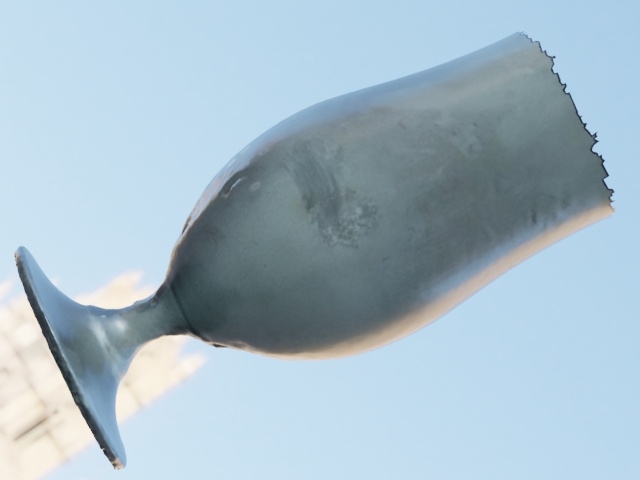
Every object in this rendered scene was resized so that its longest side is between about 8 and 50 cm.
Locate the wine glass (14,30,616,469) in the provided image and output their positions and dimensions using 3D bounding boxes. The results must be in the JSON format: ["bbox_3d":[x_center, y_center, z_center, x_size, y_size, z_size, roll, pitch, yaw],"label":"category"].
[{"bbox_3d":[0.000,0.000,0.701,0.093,0.202,0.093,155,-90,-88],"label":"wine glass"}]
